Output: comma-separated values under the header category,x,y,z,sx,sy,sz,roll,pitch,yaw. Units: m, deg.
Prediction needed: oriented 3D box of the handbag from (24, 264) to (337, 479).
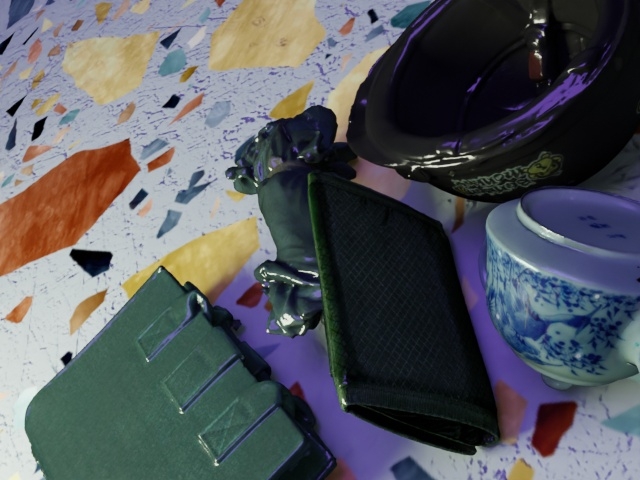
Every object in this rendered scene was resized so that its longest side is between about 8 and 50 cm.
category,x,y,z,sx,sy,sz,roll,pitch,yaw
handbag,-0.147,0.187,0.791,0.238,0.089,0.326,-47,42,-2

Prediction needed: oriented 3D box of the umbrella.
category,x,y,z,sx,sy,sz,roll,pitch,yaw
umbrella,-0.001,0.002,0.813,0.143,0.094,0.349,-29,47,8

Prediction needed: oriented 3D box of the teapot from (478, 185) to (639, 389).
category,x,y,z,sx,sy,sz,roll,pitch,yaw
teapot,0.191,0.046,0.612,0.159,0.159,0.232,-44,35,2

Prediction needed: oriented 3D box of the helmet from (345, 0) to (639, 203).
category,x,y,z,sx,sy,sz,roll,pitch,yaw
helmet,0.173,-0.126,0.730,0.278,0.160,0.231,-21,47,41

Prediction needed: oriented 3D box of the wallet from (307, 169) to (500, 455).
category,x,y,z,sx,sy,sz,roll,pitch,yaw
wallet,0.061,0.054,0.682,0.055,0.160,0.236,-43,39,32
